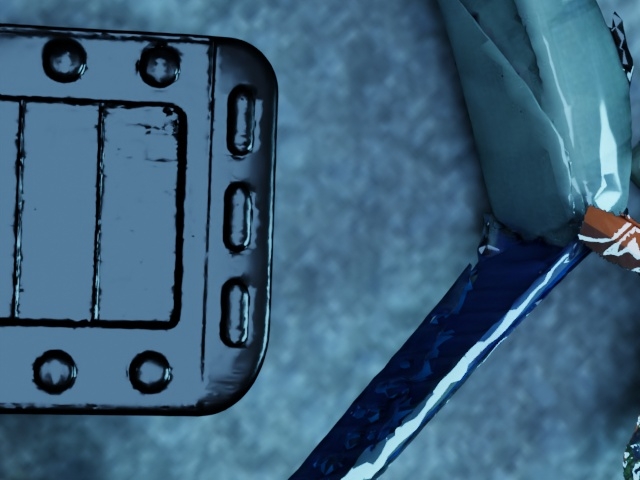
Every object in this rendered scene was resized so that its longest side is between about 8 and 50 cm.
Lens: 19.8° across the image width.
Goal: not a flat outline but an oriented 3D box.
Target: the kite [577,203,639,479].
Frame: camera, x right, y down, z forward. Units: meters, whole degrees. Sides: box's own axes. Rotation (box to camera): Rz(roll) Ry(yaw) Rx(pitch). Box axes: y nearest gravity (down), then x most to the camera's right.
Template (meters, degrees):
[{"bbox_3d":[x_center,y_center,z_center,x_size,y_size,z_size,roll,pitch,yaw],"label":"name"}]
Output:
[{"bbox_3d":[0.167,0.016,0.740,0.189,0.009,0.232,21,87,-38],"label":"kite"}]

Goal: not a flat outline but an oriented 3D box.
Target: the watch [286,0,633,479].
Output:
[{"bbox_3d":[0.006,0.010,0.657,0.274,0.068,0.276,-16,101,-38],"label":"watch"}]

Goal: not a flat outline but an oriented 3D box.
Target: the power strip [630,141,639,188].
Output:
[{"bbox_3d":[0.167,-0.047,0.770,0.040,0.016,0.090,44,81,-12],"label":"power strip"}]

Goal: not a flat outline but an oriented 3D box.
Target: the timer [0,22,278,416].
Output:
[{"bbox_3d":[-0.112,-0.007,0.683,0.187,0.055,0.144,2,89,-11],"label":"timer"}]
